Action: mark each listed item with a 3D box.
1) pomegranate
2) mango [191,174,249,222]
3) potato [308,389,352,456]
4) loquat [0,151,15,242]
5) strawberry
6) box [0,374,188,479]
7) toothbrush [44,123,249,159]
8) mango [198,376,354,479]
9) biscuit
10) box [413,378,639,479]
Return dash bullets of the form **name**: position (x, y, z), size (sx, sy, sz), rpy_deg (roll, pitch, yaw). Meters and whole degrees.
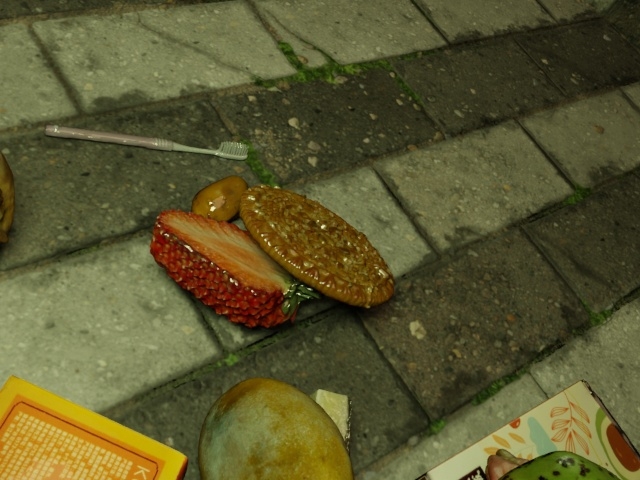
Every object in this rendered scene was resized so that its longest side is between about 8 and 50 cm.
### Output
- **pomegranate**: position (0.276, 0.348, 0.911), size (0.214, 0.214, 0.248), rpy_deg (6, 21, -23)
- **mango**: position (-0.164, -0.072, 1.237), size (0.077, 0.063, 0.127), rpy_deg (35, 46, 12)
- **potato**: position (0.002, 0.279, 1.043), size (0.061, 0.086, 0.122), rpy_deg (19, 55, -16)
- **loquat**: position (-0.527, -0.067, 0.962), size (0.238, 0.193, 0.238), rpy_deg (7, 52, -10)
- **strawberry**: position (-0.132, 0.053, 1.121), size (0.286, 0.106, 0.188), rpy_deg (23, 25, -14)
- **box**: position (-0.297, 0.340, 0.725), size (0.213, 0.259, 0.284), rpy_deg (27, 48, -6)
- **toothbrush**: position (-0.294, -0.175, 1.271), size (0.353, 0.029, 0.024), rpy_deg (4, 41, -24)
- **mango**: position (-0.053, 0.289, 0.892), size (0.146, 0.193, 0.316), rpy_deg (25, 8, -31)
- **biscuit**: position (0.000, 0.000, 1.201), size (0.305, 0.038, 0.305), rpy_deg (30, 21, -13)
- **box**: position (0.350, 0.439, 1.073), size (0.385, 0.122, 0.345), rpy_deg (-17, 65, -35)
